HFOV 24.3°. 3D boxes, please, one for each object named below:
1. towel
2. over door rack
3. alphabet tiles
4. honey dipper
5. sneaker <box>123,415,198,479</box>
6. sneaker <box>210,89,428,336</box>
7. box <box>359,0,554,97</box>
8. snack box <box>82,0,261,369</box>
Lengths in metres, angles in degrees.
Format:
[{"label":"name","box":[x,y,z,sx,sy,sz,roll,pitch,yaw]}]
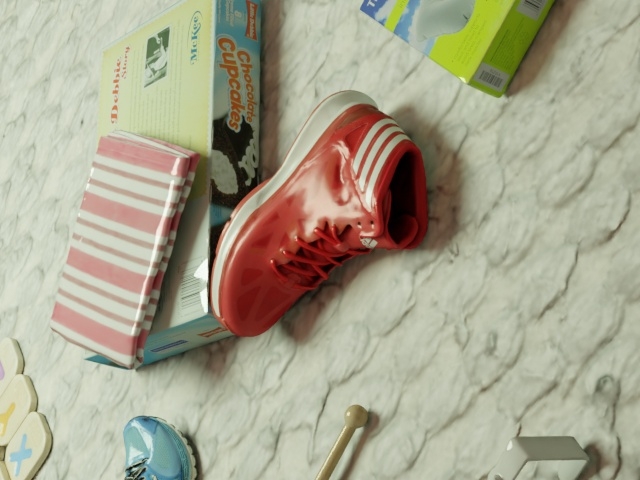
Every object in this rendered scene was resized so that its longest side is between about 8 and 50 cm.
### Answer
[{"label":"towel","box":[-0.171,0.005,1.301,0.144,0.029,0.197,18,93,51]},{"label":"over door rack","box":[0.091,0.304,0.907,0.324,0.108,0.239,-55,43,20]},{"label":"alphabet tiles","box":[-0.372,0.250,1.548,0.278,0.021,0.284,-54,43,22]},{"label":"honey dipper","box":[-0.006,0.196,1.127,0.030,0.030,0.160,40,104,49]},{"label":"sneaker","box":[-0.145,0.216,1.247,0.063,0.073,0.162,-42,48,32]},{"label":"sneaker","box":[0.000,0.000,1.149,0.128,0.087,0.221,45,112,50]},{"label":"box","box":[0.101,-0.194,1.137,0.178,0.042,0.109,43,109,48]},{"label":"snack box","box":[-0.134,-0.058,1.349,0.187,0.060,0.321,-21,61,44]}]
